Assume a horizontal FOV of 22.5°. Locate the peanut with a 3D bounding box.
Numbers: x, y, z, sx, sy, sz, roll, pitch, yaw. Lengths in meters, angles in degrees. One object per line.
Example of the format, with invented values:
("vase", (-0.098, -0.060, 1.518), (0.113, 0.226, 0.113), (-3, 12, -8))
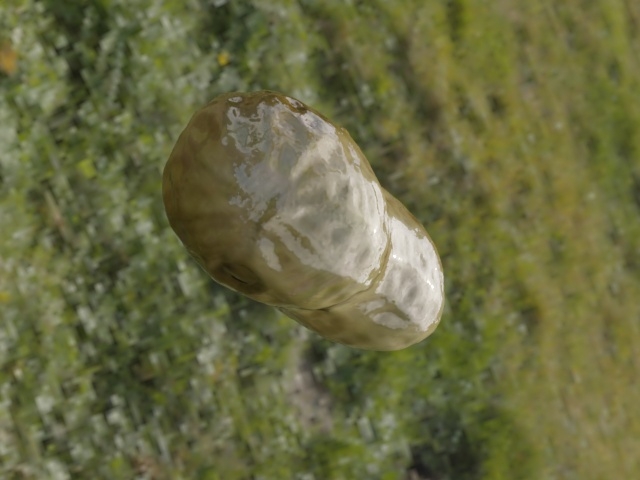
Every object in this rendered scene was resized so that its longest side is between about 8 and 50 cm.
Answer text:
("peanut", (0.000, 0.000, 0.935), (0.236, 0.120, 0.110), (41, 54, -47))
